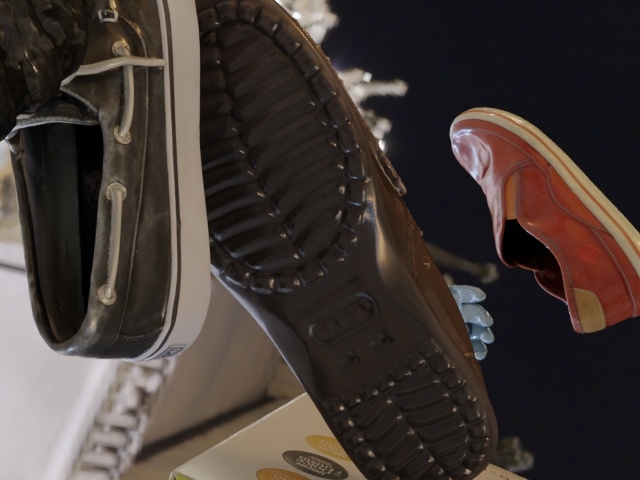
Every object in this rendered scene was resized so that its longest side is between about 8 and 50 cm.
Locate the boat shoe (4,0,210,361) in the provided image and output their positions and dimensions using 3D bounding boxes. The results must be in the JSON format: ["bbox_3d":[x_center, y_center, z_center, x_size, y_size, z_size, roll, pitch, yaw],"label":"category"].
[{"bbox_3d":[-0.142,-0.081,0.794,0.113,0.105,0.306,-10,-99,37],"label":"boat shoe"}]

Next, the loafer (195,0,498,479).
[{"bbox_3d":[0.000,0.000,0.923,0.134,0.366,0.130,-23,-167,12],"label":"loafer"}]

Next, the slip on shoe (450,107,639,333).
[{"bbox_3d":[0.207,-0.027,1.342,0.101,0.123,0.331,-30,-137,-5],"label":"slip on shoe"}]

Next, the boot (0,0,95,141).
[{"bbox_3d":[-0.102,-0.208,0.349,0.131,0.260,0.348,11,-126,20],"label":"boot"}]

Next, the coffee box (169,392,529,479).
[{"bbox_3d":[0.045,0.351,1.024,0.338,0.334,0.338,21,-81,14],"label":"coffee box"}]

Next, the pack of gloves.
[{"bbox_3d":[0.133,0.133,1.510,0.232,0.046,0.195,22,-75,62],"label":"pack of gloves"}]
